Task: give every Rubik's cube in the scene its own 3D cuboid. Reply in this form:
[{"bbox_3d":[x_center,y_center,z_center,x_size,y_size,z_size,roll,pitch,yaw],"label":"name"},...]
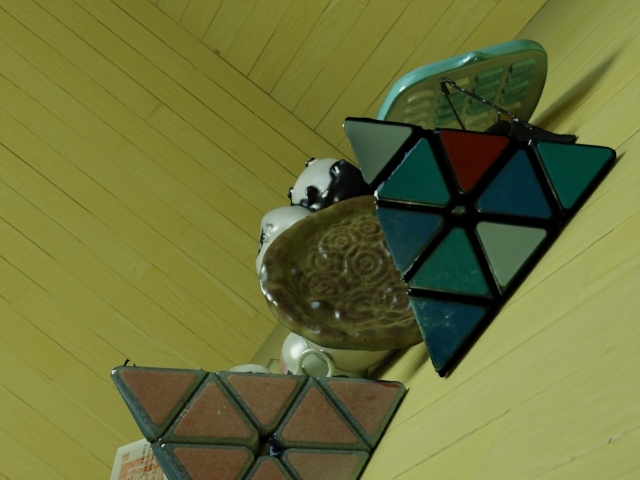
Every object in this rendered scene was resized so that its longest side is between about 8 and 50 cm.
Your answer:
[{"bbox_3d":[0.194,-0.023,1.294,0.250,0.284,0.234,-27,-17,7],"label":"Rubik's cube"},{"bbox_3d":[-0.065,0.247,1.244,0.229,0.228,0.233,-5,77,33],"label":"Rubik's cube"}]

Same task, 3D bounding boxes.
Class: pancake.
[{"bbox_3d":[0.056,0.032,1.403,0.250,0.250,0.031,-53,-32,-36],"label":"pancake"}]

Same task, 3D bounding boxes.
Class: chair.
[{"bbox_3d":[0.217,-0.090,1.542,0.140,0.221,0.145,-53,-40,-16],"label":"chair"}]

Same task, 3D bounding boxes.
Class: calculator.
[{"bbox_3d":[0.195,-0.184,1.750,0.256,0.054,0.386,-17,-15,-7],"label":"calculator"}]

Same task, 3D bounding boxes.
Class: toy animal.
[{"bbox_3d":[-0.003,-0.008,1.926,0.235,0.165,0.187,-50,20,-13],"label":"toy animal"}]

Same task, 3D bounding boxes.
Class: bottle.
[{"bbox_3d":[0.031,0.114,1.535,0.236,0.148,0.147,-59,-1,25],"label":"bottle"}]

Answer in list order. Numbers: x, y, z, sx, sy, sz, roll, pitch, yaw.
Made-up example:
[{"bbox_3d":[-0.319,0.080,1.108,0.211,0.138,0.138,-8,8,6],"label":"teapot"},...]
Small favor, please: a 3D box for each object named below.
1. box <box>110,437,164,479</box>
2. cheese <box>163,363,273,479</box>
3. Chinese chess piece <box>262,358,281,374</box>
[{"bbox_3d":[-0.220,0.349,1.611,0.141,0.058,0.201,-22,35,23],"label":"box"},{"bbox_3d":[-0.112,0.274,1.516,0.189,0.154,0.198,-56,-8,-48],"label":"cheese"},{"bbox_3d":[-0.106,0.293,1.833,0.250,0.097,0.251,-52,2,2],"label":"Chinese chess piece"}]
